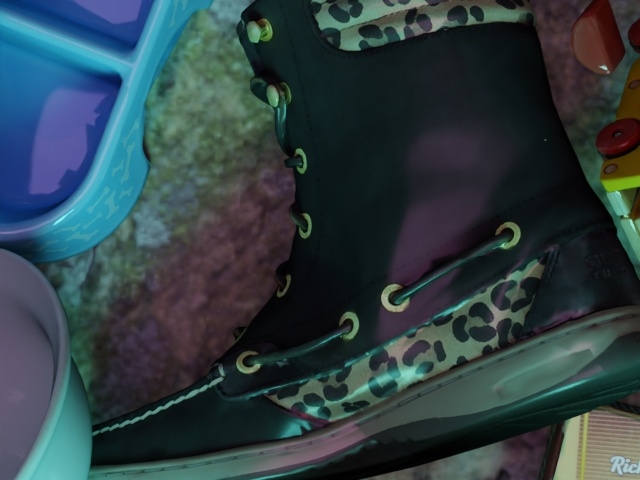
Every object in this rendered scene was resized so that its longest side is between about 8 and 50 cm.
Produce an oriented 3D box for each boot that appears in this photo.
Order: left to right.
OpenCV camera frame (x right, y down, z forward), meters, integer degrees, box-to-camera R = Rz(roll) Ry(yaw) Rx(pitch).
[{"bbox_3d":[0.000,0.000,1.044,0.377,0.138,0.284,-19,76,26],"label":"boot"}]

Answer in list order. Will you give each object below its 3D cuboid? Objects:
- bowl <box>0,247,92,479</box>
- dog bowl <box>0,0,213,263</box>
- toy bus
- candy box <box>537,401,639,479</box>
[{"bbox_3d":[-0.248,0.154,1.033,0.298,0.298,0.134,-28,129,4],"label":"bowl"},{"bbox_3d":[-0.169,-0.130,1.089,0.166,0.074,0.297,21,91,4],"label":"dog bowl"},{"bbox_3d":[0.232,-0.065,0.982,0.104,0.191,0.202,-10,84,32],"label":"toy bus"},{"bbox_3d":[0.279,0.219,1.050,0.316,0.087,0.183,14,91,5],"label":"candy box"}]
